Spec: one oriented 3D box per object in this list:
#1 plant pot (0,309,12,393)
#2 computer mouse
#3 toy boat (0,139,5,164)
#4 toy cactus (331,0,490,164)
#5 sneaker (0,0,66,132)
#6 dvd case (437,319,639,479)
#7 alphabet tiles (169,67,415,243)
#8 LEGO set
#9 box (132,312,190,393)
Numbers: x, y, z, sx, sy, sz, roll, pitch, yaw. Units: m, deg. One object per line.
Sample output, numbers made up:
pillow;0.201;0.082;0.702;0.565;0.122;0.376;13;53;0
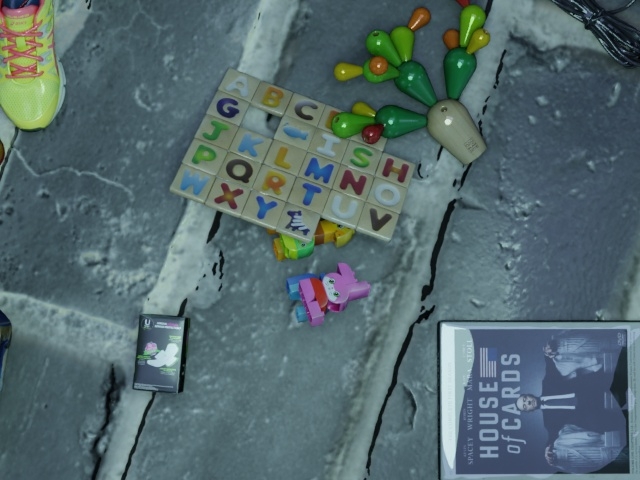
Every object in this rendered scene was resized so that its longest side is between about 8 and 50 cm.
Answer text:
plant pot;-0.442;0.153;1.460;0.212;0.236;0.236;9;86;-8
computer mouse;0.362;-0.342;1.587;0.184;0.060;0.262;35;98;-3
toy boat;-0.481;-0.169;1.513;0.318;0.148;0.268;30;86;1
toy cactus;0.121;-0.166;1.554;0.219;0.112;0.180;-43;99;-17
sneaker;-0.329;-0.224;1.547;0.081;0.094;0.209;-5;88;-3
dvd case;0.250;0.178;1.565;0.238;0.029;0.179;0;86;-2
alphabet tiles;-0.021;-0.082;1.529;0.237;0.009;0.198;20;50;1
LEGO set;0.000;0.000;1.534;0.093;0.087;0.227;-13;59;-12
box;-0.173;0.123;1.544;0.052;0.062;0.083;6;87;1
